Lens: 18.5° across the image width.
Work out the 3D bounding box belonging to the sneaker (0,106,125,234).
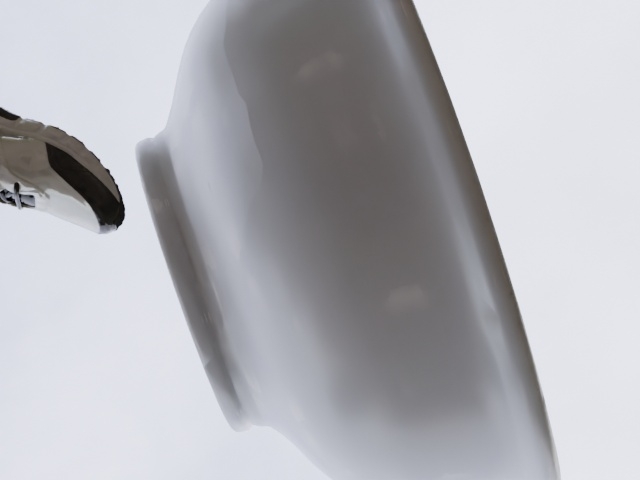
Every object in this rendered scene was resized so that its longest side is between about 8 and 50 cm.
[{"bbox_3d":[-0.122,-0.027,0.723,0.109,0.040,0.044,27,-120,12],"label":"sneaker"}]

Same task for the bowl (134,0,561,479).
[{"bbox_3d":[0.000,0.000,0.898,0.134,0.298,0.298,-18,-94,-1],"label":"bowl"}]
